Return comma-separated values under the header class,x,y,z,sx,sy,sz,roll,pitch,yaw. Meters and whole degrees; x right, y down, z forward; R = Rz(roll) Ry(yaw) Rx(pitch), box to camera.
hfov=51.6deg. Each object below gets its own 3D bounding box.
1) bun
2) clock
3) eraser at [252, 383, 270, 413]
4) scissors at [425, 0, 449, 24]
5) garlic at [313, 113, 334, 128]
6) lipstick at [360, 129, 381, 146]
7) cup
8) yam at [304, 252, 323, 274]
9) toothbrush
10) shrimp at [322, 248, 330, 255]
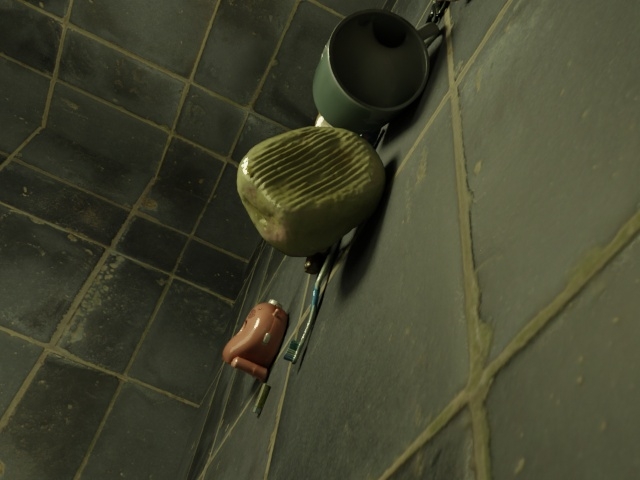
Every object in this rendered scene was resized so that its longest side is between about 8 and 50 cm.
class,x,y,z,sx,sy,sz,roll,pitch,yaw
bun,-0.024,-0.116,1.595,0.213,0.360,0.361,94,-169,-53
clock,-0.196,0.293,2.041,0.241,0.142,0.227,-64,9,-11
eraser,-0.164,0.440,1.843,0.083,0.019,0.038,-69,11,-17
scissors,0.334,-0.687,1.900,0.109,0.022,0.300,-55,13,34
garlic,0.071,-0.296,1.993,0.142,0.177,0.230,1,98,51
lipstick,0.092,-0.189,1.917,0.051,0.051,0.312,-83,16,-76
cup,0.153,-0.448,1.737,0.356,0.259,0.274,-36,2,-16
yam,0.000,0.000,1.951,0.057,0.056,0.241,-55,13,49
toothbrush,-0.008,0.144,1.703,0.386,0.040,0.040,-66,8,-30
shrimp,-0.024,-0.048,1.879,0.221,0.110,0.446,-44,18,2
